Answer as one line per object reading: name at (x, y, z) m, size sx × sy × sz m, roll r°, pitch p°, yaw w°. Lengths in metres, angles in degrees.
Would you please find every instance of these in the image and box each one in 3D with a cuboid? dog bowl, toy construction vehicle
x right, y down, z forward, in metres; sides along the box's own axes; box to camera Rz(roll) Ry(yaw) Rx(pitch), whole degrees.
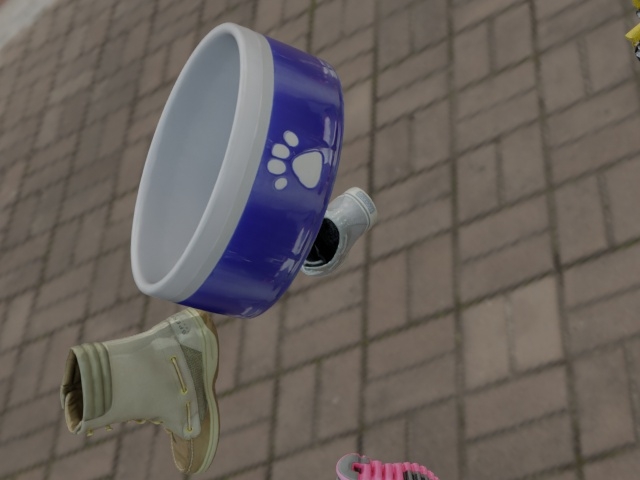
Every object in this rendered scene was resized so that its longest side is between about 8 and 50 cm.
dog bowl at (-0.083, -0.063, 1.198) m, size 0.265 × 0.104 × 0.265 m, roll -48°, pitch 33°, yaw 45°
toy construction vehicle at (0.333, -0.235, 1.262) m, size 0.086 × 0.098 × 0.035 m, roll -42°, pitch 49°, yaw -6°

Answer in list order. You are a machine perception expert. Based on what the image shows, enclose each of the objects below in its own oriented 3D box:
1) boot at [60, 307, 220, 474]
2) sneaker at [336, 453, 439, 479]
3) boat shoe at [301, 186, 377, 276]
boot at (-0.192, 0.180, 1.357) m, size 0.165 × 0.213 × 0.077 m, roll -17°, pitch 37°, yaw -30°
sneaker at (0.069, 0.256, 1.301) m, size 0.047 × 0.119 × 0.057 m, roll -80°, pitch 6°, yaw -54°
boat shoe at (0.001, 0.001, 1.742) m, size 0.081 × 0.079 × 0.227 m, roll -33°, pitch -8°, yaw -29°
